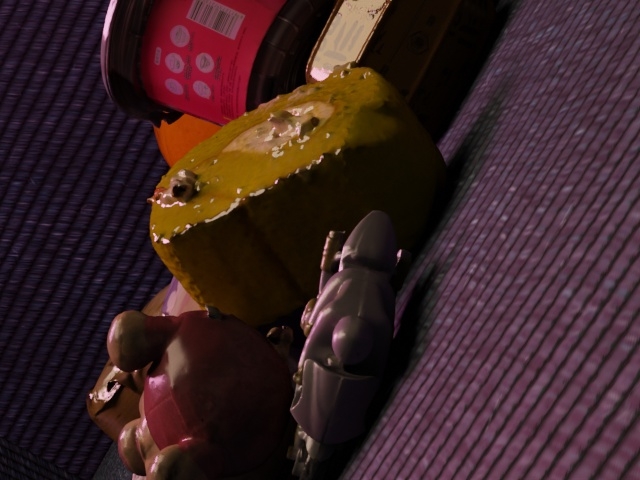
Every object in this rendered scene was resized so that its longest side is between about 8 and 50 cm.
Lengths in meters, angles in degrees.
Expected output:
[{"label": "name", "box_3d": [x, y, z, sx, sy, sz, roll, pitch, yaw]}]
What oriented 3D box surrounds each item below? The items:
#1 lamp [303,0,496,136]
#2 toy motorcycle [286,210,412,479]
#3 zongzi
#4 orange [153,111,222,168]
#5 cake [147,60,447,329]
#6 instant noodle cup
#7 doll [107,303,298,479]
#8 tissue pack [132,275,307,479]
[{"label": "lamp", "box_3d": [0.076, -0.192, 1.945, 0.185, 0.161, 0.161, -60, 6, 1]}, {"label": "toy motorcycle", "box_3d": [0.019, 0.080, 1.514, 0.152, 0.073, 0.225, 109, 176, -62]}, {"label": "zongzi", "box_3d": [-0.124, 0.082, 2.444, 0.360, 0.160, 0.323, -54, 6, 8]}, {"label": "orange", "box_3d": [-0.054, -0.178, 2.331, 0.312, 0.312, 0.312, -61, 6, 10]}, {"label": "cake", "box_3d": [-0.018, -0.044, 1.747, 0.260, 0.156, 0.179, -25, 32, 22]}, {"label": "instant noodle cup", "box_3d": [-0.078, -0.213, 2.040, 0.258, 0.181, 0.302, -49, -25, -30]}, {"label": "doll", "box_3d": [-0.091, 0.154, 1.627, 0.256, 0.152, 0.196, 69, -145, -72]}, {"label": "tissue pack", "box_3d": [-0.078, 0.091, 1.972, 0.242, 0.125, 0.344, -57, 16, 31]}]
